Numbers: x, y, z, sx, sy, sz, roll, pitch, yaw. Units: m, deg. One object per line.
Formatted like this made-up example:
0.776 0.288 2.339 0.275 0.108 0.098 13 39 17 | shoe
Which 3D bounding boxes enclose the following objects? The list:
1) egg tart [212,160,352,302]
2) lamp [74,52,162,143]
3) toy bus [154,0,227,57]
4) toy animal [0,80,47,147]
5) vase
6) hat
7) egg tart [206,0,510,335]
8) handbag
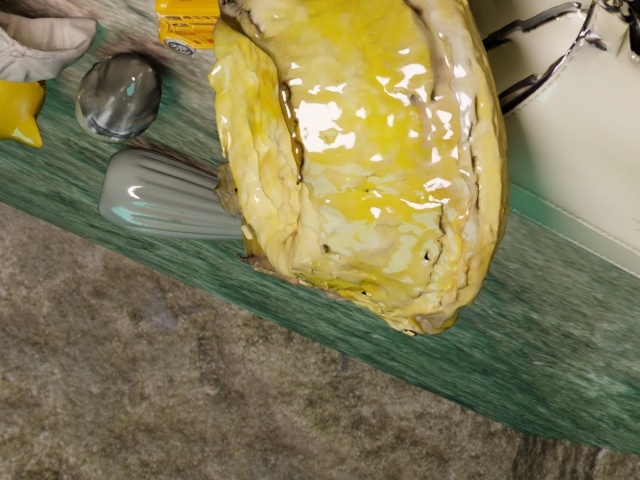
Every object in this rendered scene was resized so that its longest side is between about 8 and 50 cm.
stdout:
0.000 0.000 1.769 0.352 0.150 0.352 22 172 3 | egg tart
-0.241 -0.169 1.513 0.101 0.101 0.250 24 166 -17 | lamp
-0.090 -0.210 1.131 0.162 0.069 0.074 9 163 40 | toy bus
-0.465 -0.195 1.694 0.156 0.156 0.230 30 169 -39 | toy animal
-0.209 -0.059 1.931 0.248 0.128 0.128 13 170 -10 | vase
-0.383 -0.233 1.385 0.226 0.164 0.219 -19 142 39 | hat
0.005 -0.083 0.934 0.132 0.345 0.345 -14 179 -18 | egg tart
0.271 -0.064 0.958 0.358 0.160 0.237 26 161 -20 | handbag
